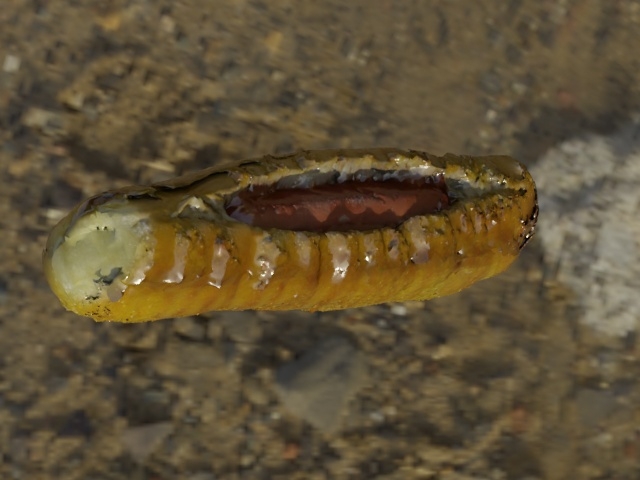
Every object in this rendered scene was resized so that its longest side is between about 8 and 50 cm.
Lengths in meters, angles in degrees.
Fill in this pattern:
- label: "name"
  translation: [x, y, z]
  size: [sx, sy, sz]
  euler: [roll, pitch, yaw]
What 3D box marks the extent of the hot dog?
- label: "hot dog"
  translation: [-0.001, 0.001, 0.887]
  size: [0.068, 0.289, 0.083]
  euler: [57, 130, 25]
